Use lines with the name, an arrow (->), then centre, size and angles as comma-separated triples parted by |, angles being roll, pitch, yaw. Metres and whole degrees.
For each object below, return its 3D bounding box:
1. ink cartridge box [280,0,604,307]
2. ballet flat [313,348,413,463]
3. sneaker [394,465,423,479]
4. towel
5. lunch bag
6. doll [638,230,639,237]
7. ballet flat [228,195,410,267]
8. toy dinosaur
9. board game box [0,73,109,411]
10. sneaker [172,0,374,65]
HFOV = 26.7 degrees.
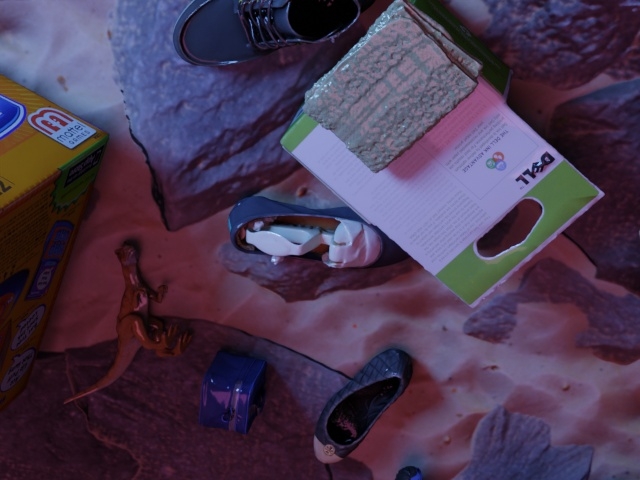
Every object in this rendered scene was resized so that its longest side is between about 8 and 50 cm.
ink cartridge box -> 0.119, -0.087, 1.310 | 0.255, 0.097, 0.189 | 41, 116, -10
ballet flat -> 0.041, 0.185, 1.482 | 0.057, 0.049, 0.173 | 33, 118, -3
sneaker -> 0.143, 0.341, 1.528 | 0.087, 0.083, 0.221 | -21, 115, 7
towel -> 0.065, -0.138, 1.227 | 0.110, 0.027, 0.148 | 41, 115, -10
lunch bag -> -0.092, 0.167, 1.477 | 0.065, 0.098, 0.067 | 9, 112, 5
doll -> 0.393, -0.035, 1.254 | 0.189, 0.129, 0.046 | -36, 134, -11
ballet flat -> 0.000, 0.000, 1.393 | 0.203, 0.074, 0.074 | 9, 117, 8
toy dinosaur -> -0.207, 0.102, 1.504 | 0.112, 0.064, 0.212 | 22, 110, 22
board game box -> -0.484, 0.017, 1.320 | 0.356, 0.356, 0.356 | 28, 120, 8
sneaker -> -0.055, -0.212, 1.275 | 0.222, 0.118, 0.083 | -19, 110, 20
